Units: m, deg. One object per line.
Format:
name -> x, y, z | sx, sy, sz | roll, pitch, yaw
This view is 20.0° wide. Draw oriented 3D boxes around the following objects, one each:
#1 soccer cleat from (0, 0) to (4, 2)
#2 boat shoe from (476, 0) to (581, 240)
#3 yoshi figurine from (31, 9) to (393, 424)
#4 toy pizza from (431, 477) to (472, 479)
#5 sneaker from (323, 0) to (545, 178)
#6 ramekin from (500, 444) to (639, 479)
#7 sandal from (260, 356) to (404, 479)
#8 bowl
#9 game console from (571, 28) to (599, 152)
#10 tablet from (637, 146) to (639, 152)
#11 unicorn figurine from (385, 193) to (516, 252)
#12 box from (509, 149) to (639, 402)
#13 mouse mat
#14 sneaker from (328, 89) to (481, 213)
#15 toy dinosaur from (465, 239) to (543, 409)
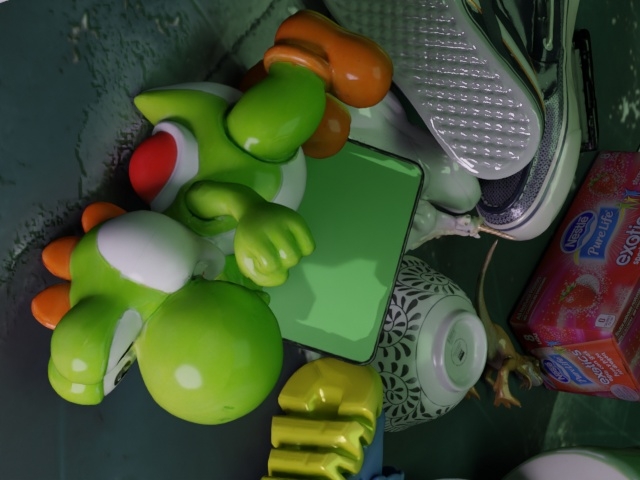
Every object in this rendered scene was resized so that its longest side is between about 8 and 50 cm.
soccer cleat -> -0.249, -0.198, 1.283 | 0.083, 0.036, 0.029 | 53, 55, -39
boat shoe -> 0.162, -0.179, 1.732 | 0.158, 0.127, 0.340 | 17, 72, -43
yoshi figurine -> -0.060, 0.005, 1.409 | 0.362, 0.203, 0.203 | -55, 134, -29
toy pizza -> 0.128, 0.323, 1.698 | 0.201, 0.032, 0.201 | 3, 77, -12
sneaker -> 0.090, -0.202, 1.613 | 0.321, 0.126, 0.127 | 60, 15, -4
ramekin -> 0.280, 0.343, 1.777 | 0.148, 0.303, 0.303 | 16, 81, -42
sandal -> -0.011, 0.260, 1.551 | 0.317, 0.126, 0.138 | -58, 137, -27
bowl -> 0.105, 0.100, 1.704 | 0.170, 0.080, 0.170 | -6, 98, -51
game console -> 0.254, -0.154, 1.916 | 0.107, 0.071, 0.122 | -60, 144, -72
tablet -> 0.386, -0.106, 2.083 | 0.054, 0.006, 0.083 | 53, 54, -38
unicorn figurine -> 0.075, -0.008, 1.637 | 0.111, 0.162, 0.060 | 39, 27, -49
box -> 0.322, 0.034, 1.923 | 0.257, 0.128, 0.122 | -58, 133, -29
mouse mat -> 0.000, 0.000, 1.558 | 0.153, 0.007, 0.189 | 19, 80, -14
sneaker -> 0.062, -0.067, 1.655 | 0.212, 0.080, 0.094 | 38, 78, -40
toy dinosaur -> 0.168, 0.103, 1.806 | 0.211, 0.064, 0.112 | 59, 35, -52
